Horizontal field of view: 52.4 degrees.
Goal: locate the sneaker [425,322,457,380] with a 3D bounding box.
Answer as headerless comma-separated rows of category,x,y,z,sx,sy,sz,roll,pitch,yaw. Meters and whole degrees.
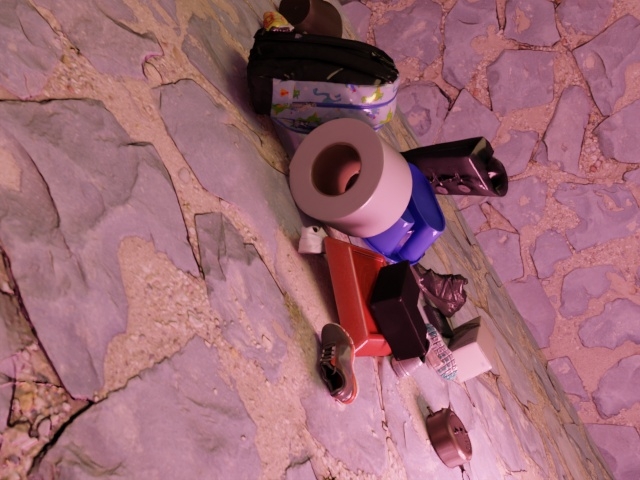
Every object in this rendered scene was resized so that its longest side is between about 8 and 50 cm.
sneaker,0.330,0.302,1.787,0.166,0.065,0.076,66,17,13

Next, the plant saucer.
plant saucer,0.106,0.124,1.437,0.259,0.048,0.258,19,57,-62

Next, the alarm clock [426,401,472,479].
alarm clock,0.308,0.471,1.496,0.129,0.064,0.191,26,42,-57

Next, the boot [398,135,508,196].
boot,0.394,-0.173,2.058,0.367,0.446,0.146,33,66,-39

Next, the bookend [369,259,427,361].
bookend,0.181,0.151,1.431,0.156,0.073,0.157,64,25,-22

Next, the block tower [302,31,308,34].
block tower,0.006,-0.565,2.191,0.335,0.091,0.097,30,36,-53

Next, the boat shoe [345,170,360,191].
boat shoe,0.071,-0.177,1.706,0.130,0.133,0.355,69,-6,-55

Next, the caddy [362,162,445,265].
caddy,0.201,-0.085,1.864,0.242,0.179,0.341,13,45,-31

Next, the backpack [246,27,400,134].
backpack,0.017,-0.385,1.605,0.290,0.356,0.273,-93,175,-52

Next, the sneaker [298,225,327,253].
sneaker,0.000,0.000,1.402,0.152,0.054,0.061,8,80,-67

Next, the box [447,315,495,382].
box,0.462,0.327,1.993,0.094,0.113,0.275,59,18,0

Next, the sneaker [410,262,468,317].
sneaker,0.369,0.118,2.016,0.227,0.130,0.087,47,13,3

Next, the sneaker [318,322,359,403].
sneaker,0.026,0.216,1.181,0.065,0.061,0.157,27,37,-46

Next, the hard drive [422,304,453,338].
hard drive,0.363,0.249,1.992,0.135,0.022,0.094,24,40,-58

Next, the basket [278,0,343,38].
basket,-0.040,-0.805,2.345,0.227,0.154,0.204,-4,67,-64

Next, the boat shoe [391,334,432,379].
boat shoe,0.233,0.263,1.573,0.079,0.081,0.227,58,20,-4

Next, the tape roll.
tape roll,0.072,-0.142,1.524,0.169,0.246,0.246,25,39,-57

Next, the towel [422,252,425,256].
towel,0.327,0.002,2.249,0.067,0.029,0.119,44,25,-37

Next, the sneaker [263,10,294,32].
sneaker,-0.145,-0.658,1.995,0.094,0.081,0.208,48,15,-11

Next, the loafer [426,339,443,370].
loafer,0.287,0.283,1.736,0.045,0.039,0.125,13,50,-63
